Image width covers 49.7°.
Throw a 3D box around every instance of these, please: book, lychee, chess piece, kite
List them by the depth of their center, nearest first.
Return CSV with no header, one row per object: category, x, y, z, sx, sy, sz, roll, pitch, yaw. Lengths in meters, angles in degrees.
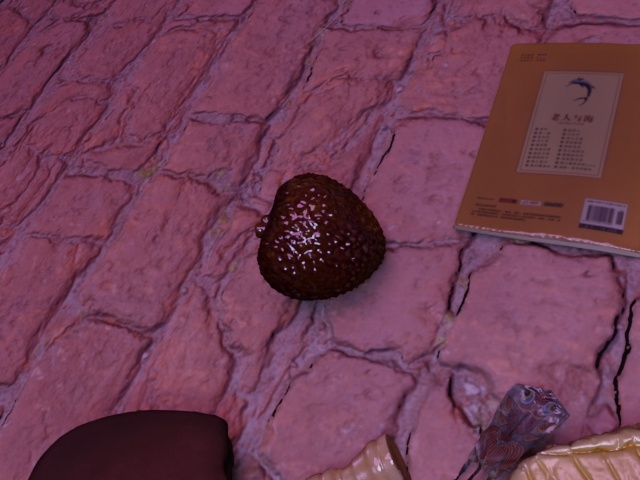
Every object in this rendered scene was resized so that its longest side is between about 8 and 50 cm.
kite,0.193,0.259,0.799,0.229,0.016,0.127,-49,8,-9
chess piece,0.043,0.294,0.849,0.122,0.066,0.066,-29,50,7
lychee,-0.006,0.002,1.005,0.194,0.194,0.194,-11,53,15
book,0.379,-0.157,1.049,0.268,0.032,0.389,11,61,27

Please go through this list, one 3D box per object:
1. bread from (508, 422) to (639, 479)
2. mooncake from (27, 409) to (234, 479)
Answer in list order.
bread,0.314,0.273,0.717,0.236,0.106,0.140,-17,53,11
mooncake,-0.196,0.357,0.792,0.325,0.174,0.334,34,36,15
